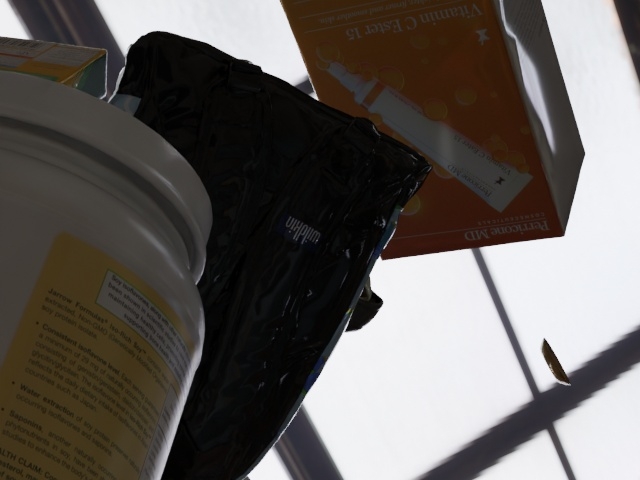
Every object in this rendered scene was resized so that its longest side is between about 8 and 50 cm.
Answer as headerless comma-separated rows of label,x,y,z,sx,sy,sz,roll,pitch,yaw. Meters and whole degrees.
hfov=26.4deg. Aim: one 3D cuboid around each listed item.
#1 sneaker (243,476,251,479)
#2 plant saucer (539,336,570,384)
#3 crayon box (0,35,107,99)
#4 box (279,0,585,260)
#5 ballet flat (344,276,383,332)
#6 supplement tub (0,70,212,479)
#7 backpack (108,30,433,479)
sneaker,-0.213,0.321,1.753,0.305,0.152,0.114,16,-122,7
plant saucer,0.359,0.189,2.105,0.015,0.083,0.083,-30,-151,11
crayon box,-0.470,-0.227,2.056,0.203,0.083,0.323,8,-159,8
box,0.125,-0.174,1.430,0.215,0.345,0.168,-8,-148,25
ballet flat,0.000,0.000,1.912,0.096,0.280,0.095,-26,-163,23
supplement tub,-0.201,0.097,0.744,0.241,0.241,0.331,-6,-128,31
backpack,-0.110,0.046,1.176,0.273,0.290,0.355,-15,-124,64
